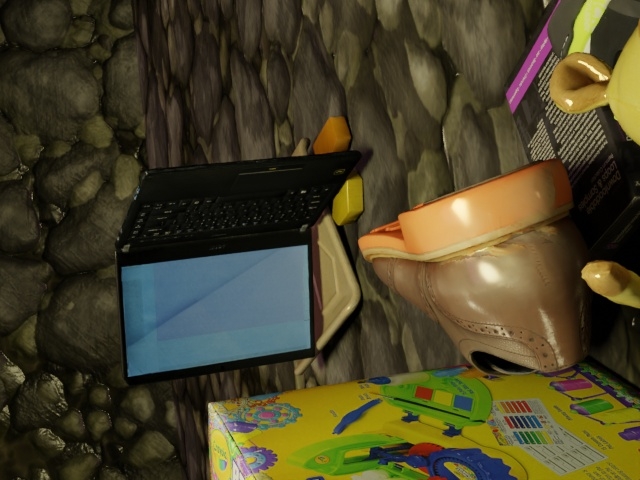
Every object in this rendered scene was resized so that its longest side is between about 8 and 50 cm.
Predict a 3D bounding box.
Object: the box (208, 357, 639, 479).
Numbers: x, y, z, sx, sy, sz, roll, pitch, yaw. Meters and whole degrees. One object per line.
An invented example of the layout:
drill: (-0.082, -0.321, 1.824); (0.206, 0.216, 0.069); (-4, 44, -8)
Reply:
box: (0.099, 0.210, 0.764); (0.290, 0.279, 0.177); (-138, 45, -67)

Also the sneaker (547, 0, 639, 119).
sneaker: (0.208, -0.148, 0.664); (0.097, 0.084, 0.234); (52, 154, 16)

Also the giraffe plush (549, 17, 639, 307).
giraffe plush: (0.196, -0.063, 0.555); (0.170, 0.181, 0.210); (-98, 29, -48)

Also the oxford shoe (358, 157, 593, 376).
oxford shoe: (0.110, 0.034, 0.880); (0.363, 0.130, 0.132); (69, 180, -88)

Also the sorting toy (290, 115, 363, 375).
sorting toy: (0.000, 0.000, 1.451); (0.307, 0.041, 0.229); (124, 134, -56)

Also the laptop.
laptop: (-0.088, 0.032, 1.312); (0.264, 0.234, 0.136); (126, 131, -57)

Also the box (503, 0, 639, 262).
box: (0.175, -0.071, 0.840); (0.116, 0.029, 0.162); (113, 148, -61)
